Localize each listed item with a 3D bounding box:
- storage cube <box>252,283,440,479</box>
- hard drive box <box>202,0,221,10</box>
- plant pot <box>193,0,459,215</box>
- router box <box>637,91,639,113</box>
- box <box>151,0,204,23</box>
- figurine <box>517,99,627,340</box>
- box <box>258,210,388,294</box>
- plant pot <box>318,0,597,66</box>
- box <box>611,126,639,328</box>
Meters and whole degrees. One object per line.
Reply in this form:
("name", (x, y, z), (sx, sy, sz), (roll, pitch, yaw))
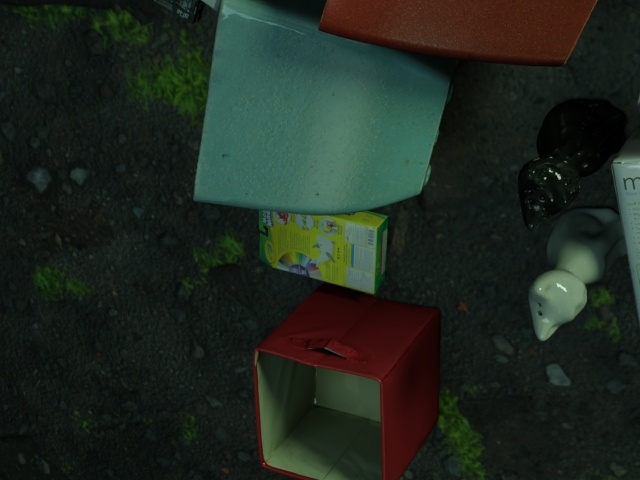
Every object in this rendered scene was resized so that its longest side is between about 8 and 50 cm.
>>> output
("storage cube", (0.039, 0.195, 1.439), (0.183, 0.193, 0.215), (11, 120, 25))
("hard drive box", (-0.136, -0.419, 1.272), (0.181, 0.089, 0.232), (37, 134, 9))
("plant pot", (0.020, -0.172, 1.244), (0.252, 0.247, 0.248), (14, 122, 2))
("router box", (0.399, -0.194, 1.062), (0.133, 0.046, 0.179), (14, 81, 24))
("box", (-0.187, -0.329, 1.411), (0.083, 0.018, 0.067), (30, 126, 14))
("figurine", (0.266, -0.020, 1.186), (0.092, 0.209, 0.215), (4, 116, 29))
("box", (0.000, 0.000, 1.457), (0.179, 0.043, 0.105), (14, 121, 21))
("plant pot", (0.175, -0.320, 1.069), (0.235, 0.267, 0.267), (23, 125, 3))
("box", (0.459, -0.007, 1.133), (0.262, 0.127, 0.231), (-4, 111, 32))
